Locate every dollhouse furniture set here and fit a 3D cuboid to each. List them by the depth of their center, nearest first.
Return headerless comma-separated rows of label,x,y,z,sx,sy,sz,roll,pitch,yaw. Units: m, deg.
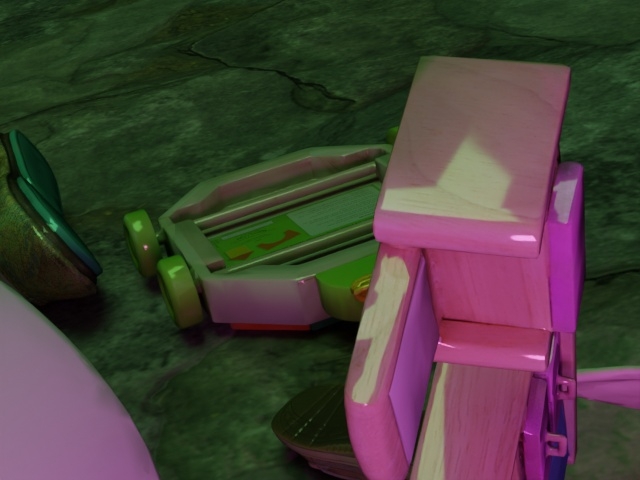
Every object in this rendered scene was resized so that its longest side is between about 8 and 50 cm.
dollhouse furniture set,0.174,0.116,0.416,0.304,0.286,0.198,6,56,16

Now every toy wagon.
toy wagon,0.000,0.000,1.017,0.267,0.068,0.344,-19,24,-14

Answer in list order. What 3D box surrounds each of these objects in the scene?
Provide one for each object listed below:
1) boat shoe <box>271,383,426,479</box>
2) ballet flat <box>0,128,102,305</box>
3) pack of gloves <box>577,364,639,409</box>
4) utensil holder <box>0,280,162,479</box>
boat shoe,0.030,0.122,0.758,0.153,0.048,0.056,3,39,47
ballet flat,-0.275,-0.006,1.141,0.123,0.123,0.348,-18,24,-13
pack of gloves,0.239,0.055,0.593,0.195,0.046,0.232,14,-15,-17
utensil holder,-0.234,0.195,0.367,0.328,0.327,0.385,-6,20,15
